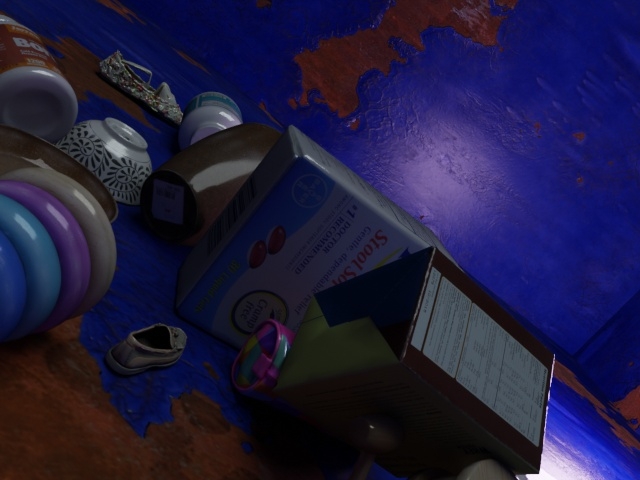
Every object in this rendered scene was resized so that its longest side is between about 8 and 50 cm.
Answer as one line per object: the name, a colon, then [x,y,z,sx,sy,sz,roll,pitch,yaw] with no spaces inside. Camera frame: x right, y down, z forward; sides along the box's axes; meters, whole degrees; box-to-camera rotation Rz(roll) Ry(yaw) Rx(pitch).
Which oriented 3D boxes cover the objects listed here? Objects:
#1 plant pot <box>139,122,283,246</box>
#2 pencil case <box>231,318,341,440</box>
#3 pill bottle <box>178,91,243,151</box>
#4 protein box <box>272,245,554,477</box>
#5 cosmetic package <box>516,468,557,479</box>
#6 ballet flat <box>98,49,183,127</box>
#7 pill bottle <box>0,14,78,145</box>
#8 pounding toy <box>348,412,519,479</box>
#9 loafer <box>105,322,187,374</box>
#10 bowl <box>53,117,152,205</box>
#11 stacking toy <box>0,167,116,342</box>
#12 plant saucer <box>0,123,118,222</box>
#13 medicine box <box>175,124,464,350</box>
plant pot: [-0.167,-0.074,0.963,0.215,0.215,0.230,43,27,13]
pencil case: [0.008,0.187,0.751,0.236,0.104,0.104,32,15,-23]
pill bottle: [-0.246,-0.244,1.374,0.146,0.146,0.264,35,14,-21]
protein box: [0.100,0.142,0.646,0.201,0.199,0.136,40,51,-20]
cosmetic package: [0.232,0.358,0.689,0.183,0.151,0.151,38,13,-13]
ballet flat: [-0.413,-0.362,1.454,0.241,0.077,0.091,33,14,-30]
pill bottle: [-0.436,-0.234,0.860,0.121,0.121,0.216,23,22,-53]
pounding toy: [0.101,0.294,0.559,0.154,0.154,0.270,10,62,-45]
loafer: [-0.172,0.108,0.638,0.045,0.039,0.125,42,13,11]
bowl: [-0.324,-0.138,0.949,0.170,0.080,0.170,38,12,-10]
stacking toy: [-0.276,0.043,0.400,0.141,0.141,0.330,40,18,-1]
plant saucer: [-0.349,-0.072,0.753,0.198,0.036,0.198,38,13,-10]
medicine box: [-0.004,0.040,0.838,0.289,0.263,0.149,34,15,-21]
